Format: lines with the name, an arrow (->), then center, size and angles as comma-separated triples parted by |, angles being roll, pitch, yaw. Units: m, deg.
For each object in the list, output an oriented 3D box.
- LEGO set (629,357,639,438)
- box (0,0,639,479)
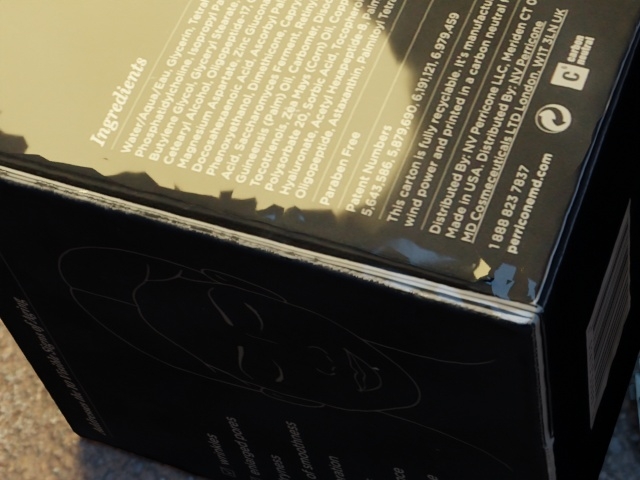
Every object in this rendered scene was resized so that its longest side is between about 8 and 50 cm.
LEGO set -> 0.407, 0.115, 1.396 | 0.287, 0.107, 0.132 | 3, 95, 8
box -> 0.000, 0.000, 1.298 | 0.471, 0.480, 0.297 | 14, 62, 18
